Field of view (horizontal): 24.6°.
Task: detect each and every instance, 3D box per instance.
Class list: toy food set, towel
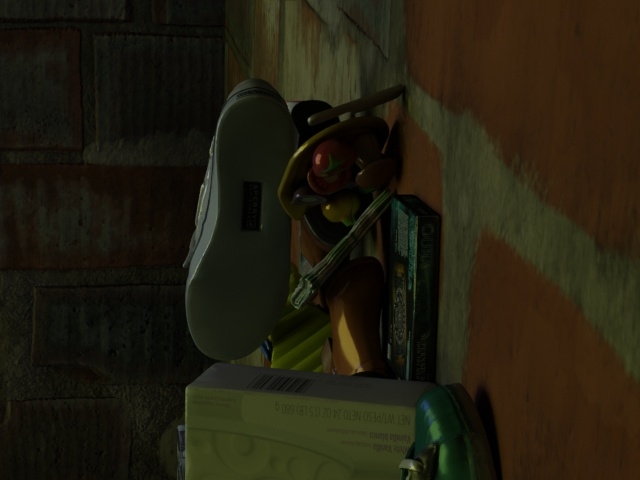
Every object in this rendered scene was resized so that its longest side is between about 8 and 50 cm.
[{"bbox_3d":[0.031,-0.074,1.661,0.071,0.128,0.218,63,156,22],"label":"toy food set"},{"bbox_3d":[0.024,0.009,1.682,0.152,0.023,0.113,-49,-1,-17],"label":"towel"}]

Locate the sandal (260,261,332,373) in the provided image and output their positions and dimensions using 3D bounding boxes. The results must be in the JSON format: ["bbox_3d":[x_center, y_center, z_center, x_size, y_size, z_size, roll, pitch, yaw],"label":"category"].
[{"bbox_3d":[-0.014,0.154,1.944,0.138,0.126,0.317,64,179,-40],"label":"sandal"}]

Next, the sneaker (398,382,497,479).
[{"bbox_3d":[0.088,0.276,1.271,0.108,0.121,0.302,139,130,-78],"label":"sneaker"}]

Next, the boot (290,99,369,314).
[{"bbox_3d":[0.000,0.000,1.932,0.264,0.096,0.280,-113,17,-45],"label":"boot"}]

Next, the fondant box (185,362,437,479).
[{"bbox_3d":[-0.010,0.301,1.480,0.096,0.238,0.330,-37,-50,-71],"label":"fondant box"}]

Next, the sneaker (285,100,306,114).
[{"bbox_3d":[-0.053,-0.166,2.337,0.170,0.063,0.075,136,139,-72],"label":"sneaker"}]

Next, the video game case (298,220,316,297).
[{"bbox_3d":[-0.014,0.010,2.252,0.157,0.019,0.143,123,146,-76],"label":"video game case"}]

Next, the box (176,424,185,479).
[{"bbox_3d":[-0.159,0.450,2.081,0.307,0.076,0.242,-104,15,-53],"label":"box"}]

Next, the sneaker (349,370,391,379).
[{"bbox_3d":[0.044,0.277,1.601,0.147,0.104,0.296,-110,32,-70],"label":"sneaker"}]

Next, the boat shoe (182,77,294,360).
[{"bbox_3d":[-0.105,-0.035,1.876,0.156,0.136,0.367,-99,13,-66],"label":"boat shoe"}]

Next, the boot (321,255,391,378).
[{"bbox_3d":[0.055,0.130,1.692,0.152,0.073,0.197,-112,23,-47],"label":"boot"}]

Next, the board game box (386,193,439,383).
[{"bbox_3d":[0.095,0.054,1.518,0.126,0.026,0.186,-127,37,-75],"label":"board game box"}]
